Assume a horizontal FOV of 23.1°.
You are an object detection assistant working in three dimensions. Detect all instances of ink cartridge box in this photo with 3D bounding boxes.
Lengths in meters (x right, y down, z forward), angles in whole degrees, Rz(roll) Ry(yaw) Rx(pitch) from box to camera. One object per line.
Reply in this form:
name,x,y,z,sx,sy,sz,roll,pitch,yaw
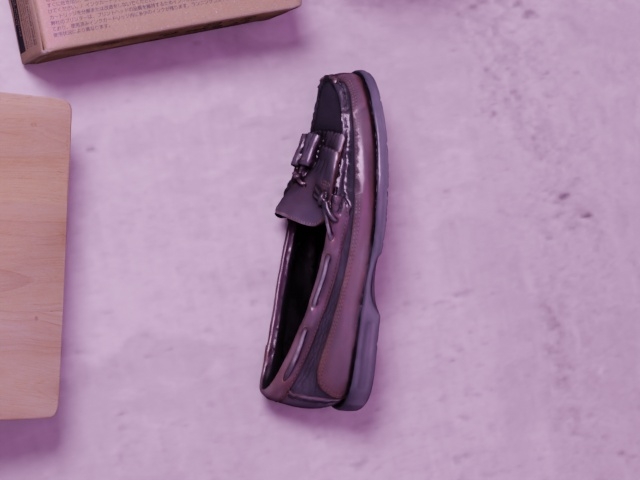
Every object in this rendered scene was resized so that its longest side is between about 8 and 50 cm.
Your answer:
ink cartridge box,-0.152,-0.264,1.312,0.234,0.088,0.193,-13,94,-22

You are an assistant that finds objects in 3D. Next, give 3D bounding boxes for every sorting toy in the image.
sorting toy,-0.329,0.009,1.204,0.257,0.089,0.255,3,90,-41

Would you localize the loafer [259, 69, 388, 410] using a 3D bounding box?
loafer,0.000,0.000,1.371,0.095,0.109,0.302,1,92,-19
